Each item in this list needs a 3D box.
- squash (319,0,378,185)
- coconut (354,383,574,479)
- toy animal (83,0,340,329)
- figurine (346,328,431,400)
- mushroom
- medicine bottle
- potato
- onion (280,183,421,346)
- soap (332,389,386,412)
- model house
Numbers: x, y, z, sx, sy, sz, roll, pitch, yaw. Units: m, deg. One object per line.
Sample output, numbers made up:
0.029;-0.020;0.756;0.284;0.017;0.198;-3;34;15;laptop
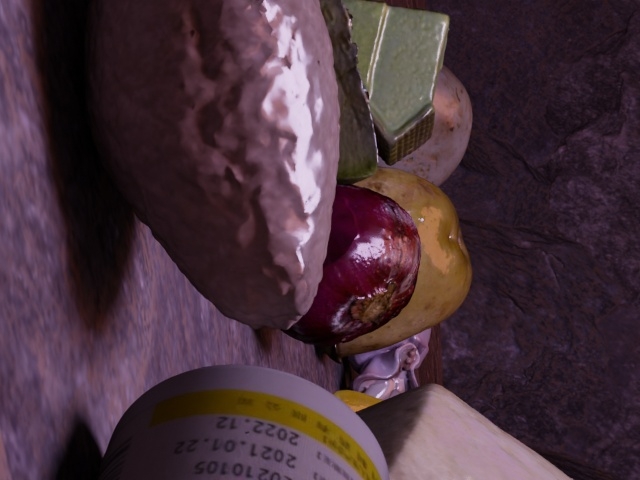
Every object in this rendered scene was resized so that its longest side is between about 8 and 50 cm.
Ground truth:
-0.006;-0.171;1.707;0.155;0.204;0.237;-5;83;-60;squash
0.077;0.332;1.404;0.344;0.415;0.415;-52;141;-45;coconut
-0.080;-0.118;1.114;0.226;0.188;0.358;-104;-173;-81;toy animal
0.097;0.169;2.207;0.200;0.133;0.276;79;12;-51;figurine
0.100;-0.184;2.282;0.243;0.243;0.243;-5;90;-81;mushroom
-0.067;0.255;0.942;0.339;0.208;0.208;-80;163;-58;medicine bottle
0.088;0.017;2.007;0.242;0.242;0.285;-57;139;-75;potato
0.000;0.000;1.658;0.218;0.195;0.140;50;-11;33;onion
0.069;0.253;2.051;0.168;0.033;0.089;11;80;-39;soap
0.052;-0.200;1.974;0.195;0.214;0.189;97;2;-76;model house
